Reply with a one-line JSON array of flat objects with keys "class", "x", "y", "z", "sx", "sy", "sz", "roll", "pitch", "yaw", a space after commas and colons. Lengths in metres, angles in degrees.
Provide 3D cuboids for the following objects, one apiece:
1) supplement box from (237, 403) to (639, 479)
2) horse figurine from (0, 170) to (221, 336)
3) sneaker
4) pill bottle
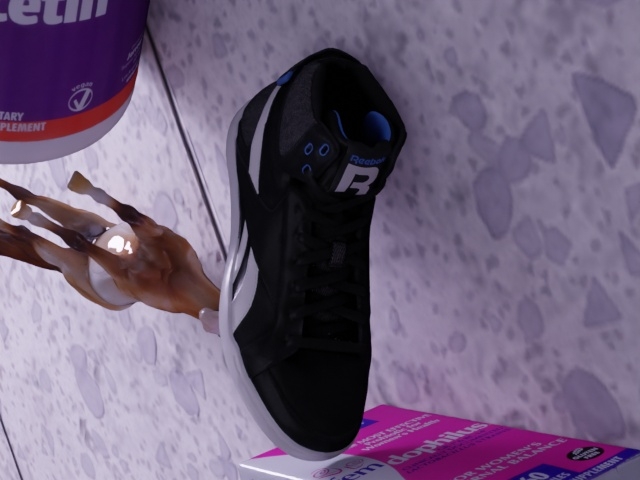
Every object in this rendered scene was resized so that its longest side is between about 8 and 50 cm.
[{"class": "supplement box", "x": 0.066, "y": 0.166, "z": 0.851, "sx": 0.220, "sy": 0.111, "sz": 0.114, "roll": 0, "pitch": 106, "yaw": 55}, {"class": "horse figurine", "x": -0.152, "y": 0.008, "z": 1.089, "sx": 0.263, "sy": 0.174, "sz": 0.066, "roll": 6, "pitch": 66, "yaw": 54}, {"class": "sneaker", "x": 0.000, "y": 0.000, "z": 0.850, "sx": 0.121, "sy": 0.079, "sz": 0.217, "roll": -40, "pitch": 54, "yaw": 56}, {"class": "pill bottle", "x": -0.181, "y": -0.213, "z": 0.956, "sx": 0.181, "sy": 0.181, "sz": 0.323, "roll": 49, "pitch": 141, "yaw": 30}]
